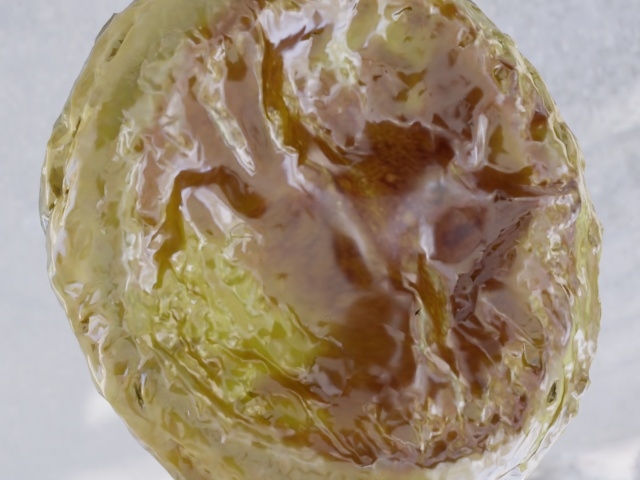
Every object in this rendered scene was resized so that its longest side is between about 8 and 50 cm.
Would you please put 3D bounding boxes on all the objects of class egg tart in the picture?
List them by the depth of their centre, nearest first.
[{"bbox_3d":[0.000,0.000,1.353,0.443,0.443,0.178,16,159,-27],"label":"egg tart"}]
